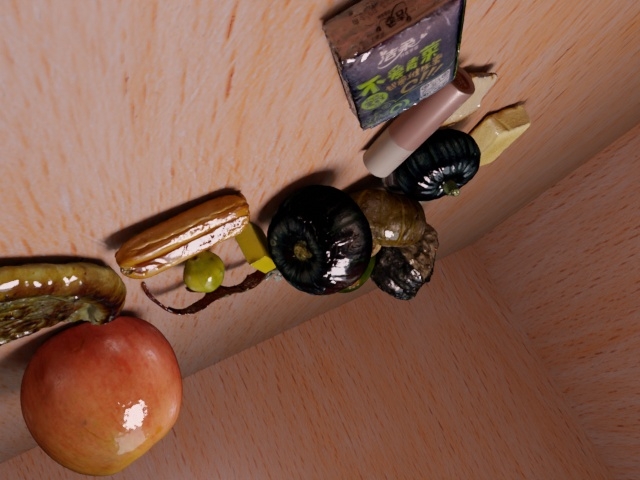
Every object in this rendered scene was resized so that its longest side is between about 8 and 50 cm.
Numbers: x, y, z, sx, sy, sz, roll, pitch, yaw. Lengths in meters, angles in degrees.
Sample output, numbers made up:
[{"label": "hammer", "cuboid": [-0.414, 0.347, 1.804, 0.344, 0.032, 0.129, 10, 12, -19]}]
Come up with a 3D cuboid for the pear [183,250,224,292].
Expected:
[{"label": "pear", "cuboid": [-0.247, 0.070, 1.175, 0.092, 0.092, 0.097, -29, 138, 3]}]

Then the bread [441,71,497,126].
[{"label": "bread", "cuboid": [0.270, -0.278, 1.041, 0.129, 0.044, 0.126, -16, 155, -33]}]

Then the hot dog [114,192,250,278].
[{"label": "hot dog", "cuboid": [-0.237, -0.013, 0.953, 0.249, 0.068, 0.100, -26, 156, -17]}]

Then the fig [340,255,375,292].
[{"label": "fig", "cuboid": [0.045, 0.040, 1.548, 0.195, 0.195, 0.245, -34, 130, 24]}]

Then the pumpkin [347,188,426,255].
[{"label": "pumpkin", "cuboid": [0.143, -0.039, 1.310, 0.219, 0.162, 0.219, 9, 177, 0]}]

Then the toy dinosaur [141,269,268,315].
[{"label": "toy dinosaur", "cuboid": [-0.241, 0.089, 1.308, 0.327, 0.113, 0.206, -15, -169, -8]}]

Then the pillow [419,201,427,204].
[{"label": "pillow", "cuboid": [0.268, -0.130, 1.562, 0.229, 0.050, 0.148, -13, 154, -37]}]

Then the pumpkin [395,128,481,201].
[{"label": "pumpkin", "cuboid": [0.264, -0.168, 1.229, 0.194, 0.150, 0.194, -14, -177, 1]}]

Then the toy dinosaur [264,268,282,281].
[{"label": "toy dinosaur", "cuboid": [-0.097, 0.070, 1.608, 0.187, 0.044, 0.106, -43, 177, 9]}]

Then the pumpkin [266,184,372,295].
[{"label": "pumpkin", "cuboid": [0.000, 0.000, 1.128, 0.233, 0.233, 0.163, -39, 175, 38]}]

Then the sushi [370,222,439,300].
[{"label": "sushi", "cuboid": [0.260, 0.031, 1.693, 0.171, 0.211, 0.350, -54, -178, 30]}]

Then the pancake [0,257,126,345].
[{"label": "pancake", "cuboid": [-0.498, 0.119, 0.933, 0.305, 0.067, 0.427, -24, 168, -11]}]

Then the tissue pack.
[{"label": "tissue pack", "cuboid": [0.106, -0.251, 0.743, 0.173, 0.073, 0.235, -30, 166, 6]}]

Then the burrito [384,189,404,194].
[{"label": "burrito", "cuboid": [0.258, -0.159, 1.408, 0.203, 0.064, 0.064, -30, 166, 4]}]

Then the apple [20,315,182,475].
[{"label": "apple", "cuboid": [-0.496, 0.364, 1.276, 0.364, 0.364, 0.364, -27, 166, -7]}]

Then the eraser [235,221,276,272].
[{"label": "eraser", "cuboid": [-0.139, 0.013, 1.179, 0.045, 0.097, 0.122, -29, 165, 3]}]

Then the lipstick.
[{"label": "lipstick", "cuboid": [0.175, -0.215, 1.016, 0.070, 0.070, 0.254, -17, 162, -39]}]

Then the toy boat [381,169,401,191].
[{"label": "toy boat", "cuboid": [0.185, -0.148, 1.328, 0.066, 0.059, 0.140, -1, -174, 42]}]

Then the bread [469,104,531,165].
[{"label": "bread", "cuboid": [0.427, -0.256, 1.370, 0.125, 0.068, 0.188, -22, 164, -24]}]
